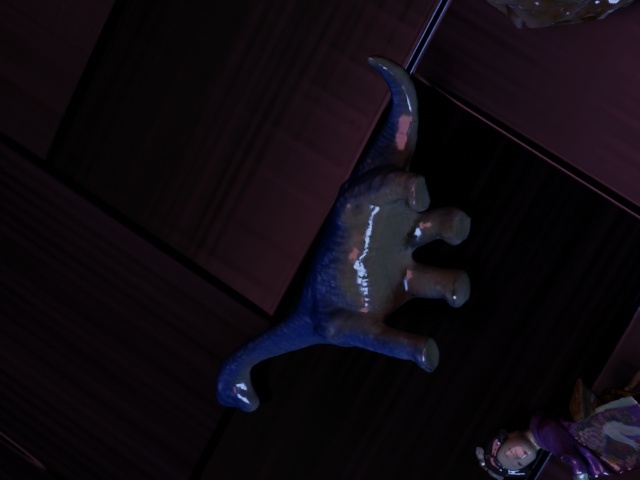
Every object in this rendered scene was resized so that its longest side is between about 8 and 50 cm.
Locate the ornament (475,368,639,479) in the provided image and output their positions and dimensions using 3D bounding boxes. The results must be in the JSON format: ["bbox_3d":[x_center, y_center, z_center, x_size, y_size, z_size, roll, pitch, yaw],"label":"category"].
[{"bbox_3d":[0.177,0.116,1.174,0.203,0.081,0.088,-30,120,33],"label":"ornament"}]

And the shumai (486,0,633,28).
[{"bbox_3d":[0.111,-0.220,1.085,0.166,0.175,0.206,-26,87,26],"label":"shumai"}]

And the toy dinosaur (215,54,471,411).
[{"bbox_3d":[0.000,0.000,1.244,0.188,0.075,0.248,3,108,31],"label":"toy dinosaur"}]
